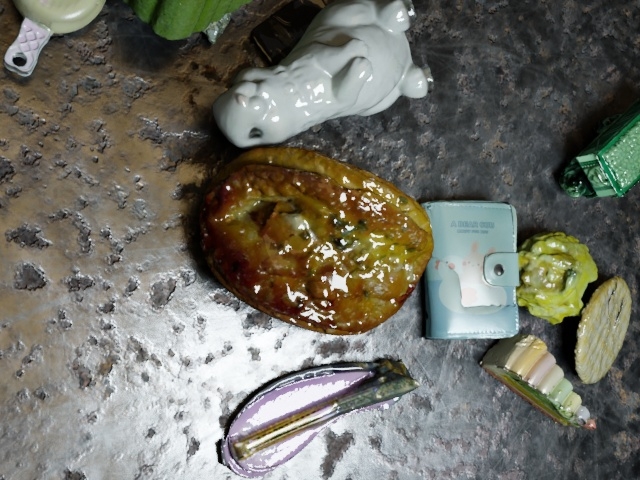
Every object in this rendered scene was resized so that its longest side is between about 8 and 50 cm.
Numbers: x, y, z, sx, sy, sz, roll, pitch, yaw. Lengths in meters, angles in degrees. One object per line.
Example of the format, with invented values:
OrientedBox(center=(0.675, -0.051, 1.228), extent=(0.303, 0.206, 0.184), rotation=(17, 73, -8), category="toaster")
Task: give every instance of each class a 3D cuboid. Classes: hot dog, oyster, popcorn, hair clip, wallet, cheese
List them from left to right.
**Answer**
OrientedBox(center=(-0.405, -0.348, 1.110), extent=(0.137, 0.064, 0.228), rotation=(24, 75, -16), category="cheese")
OrientedBox(center=(-0.187, -0.388, 1.220), extent=(0.100, 0.037, 0.098), rotation=(38, 71, -15), category="oyster")
OrientedBox(center=(-0.046, -0.366, 1.290), extent=(0.156, 0.018, 0.082), rotation=(-39, 101, -21), category="wallet")
OrientedBox(center=(0.000, 0.000, 1.182), extent=(0.387, 0.174, 0.267), rotation=(21, 100, -19), category="hot dog")
OrientedBox(center=(0.000, 0.274, 1.228), extent=(0.358, 0.096, 0.110), rotation=(-17, 127, -15), category="hair clip")
OrientedBox(center=(0.270, 0.052, 1.348), extent=(0.176, 0.075, 0.251), rotation=(0, 84, -9), category="wallet")
OrientedBox(center=(0.435, 0.069, 1.398), extent=(0.173, 0.142, 0.174), rotation=(18, 64, -43), category="popcorn")

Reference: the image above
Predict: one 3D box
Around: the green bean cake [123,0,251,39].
OrientedBox(center=(-0.210, -0.438, 1.129), extent=(0.222, 0.125, 0.248), rotation=(46, 51, 2), category="green bean cake")

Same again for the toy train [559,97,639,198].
OrientedBox(center=(0.589, -0.176, 1.469), extent=(0.269, 0.154, 0.115), rotation=(-39, 102, -22), category="toy train")

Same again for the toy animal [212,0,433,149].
OrientedBox(center=(-0.012, -0.257, 1.195), extent=(0.357, 0.258, 0.194), rotation=(-28, 108, -13), category="toy animal")

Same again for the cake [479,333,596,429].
OrientedBox(center=(0.411, 0.259, 1.374), extent=(0.225, 0.109, 0.090), rotation=(39, 71, -15), category="cake")

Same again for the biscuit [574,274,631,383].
OrientedBox(center=(0.545, 0.173, 1.437), extent=(0.219, 0.033, 0.220), rotation=(-17, 114, -42), category="biscuit")
